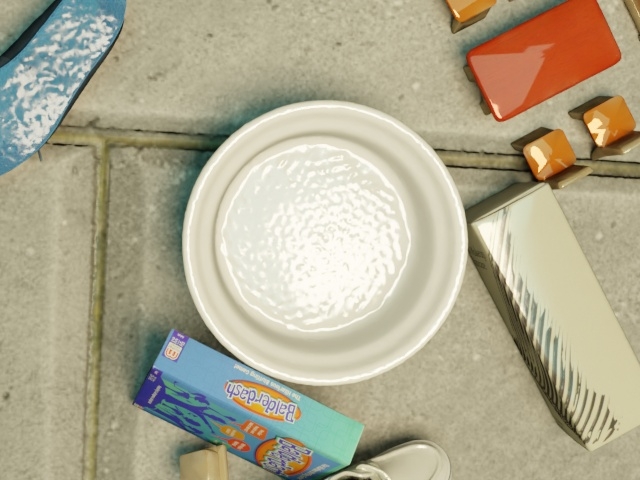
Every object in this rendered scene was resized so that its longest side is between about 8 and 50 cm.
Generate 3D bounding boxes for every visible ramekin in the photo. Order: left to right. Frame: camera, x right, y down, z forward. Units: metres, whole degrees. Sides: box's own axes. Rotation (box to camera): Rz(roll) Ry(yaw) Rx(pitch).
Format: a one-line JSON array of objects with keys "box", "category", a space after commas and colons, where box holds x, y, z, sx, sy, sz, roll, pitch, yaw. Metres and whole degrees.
[{"box": [0.000, 0.000, 0.933, 0.277, 0.135, 0.277, 0, 93, -6], "category": "ramekin"}]

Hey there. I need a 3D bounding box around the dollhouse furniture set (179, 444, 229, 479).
[{"box": [-0.192, 0.432, 0.983, 0.303, 0.174, 0.355, -15, 66, 20], "category": "dollhouse furniture set"}]

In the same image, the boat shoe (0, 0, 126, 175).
[{"box": [-0.289, -0.153, 0.927, 0.258, 0.089, 0.109, -43, 109, -6], "category": "boat shoe"}]

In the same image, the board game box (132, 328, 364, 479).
[{"box": [-0.080, 0.177, 0.924, 0.210, 0.160, 0.047, 27, 61, -6], "category": "board game box"}]

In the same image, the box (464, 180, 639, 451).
[{"box": [0.251, 0.077, 0.973, 0.094, 0.113, 0.275, -29, 94, -2], "category": "box"}]

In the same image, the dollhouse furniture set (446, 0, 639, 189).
[{"box": [0.280, -0.215, 0.944, 0.259, 0.135, 0.262, -28, 95, -3], "category": "dollhouse furniture set"}]

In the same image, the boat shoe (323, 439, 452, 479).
[{"box": [0.042, 0.265, 0.887, 0.095, 0.084, 0.258, 36, 48, 28], "category": "boat shoe"}]
